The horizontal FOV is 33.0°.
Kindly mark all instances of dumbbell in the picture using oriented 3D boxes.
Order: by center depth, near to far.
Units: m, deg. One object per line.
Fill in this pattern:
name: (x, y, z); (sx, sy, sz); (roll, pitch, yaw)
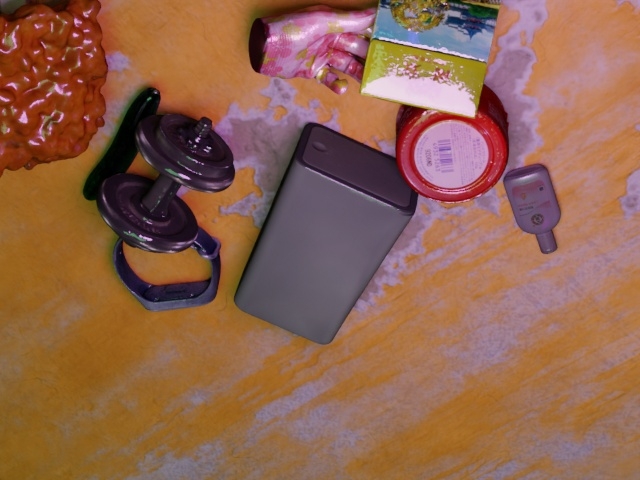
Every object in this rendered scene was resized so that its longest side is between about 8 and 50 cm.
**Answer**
dumbbell: (-0.267, -0.098, 1.866); (0.192, 0.192, 0.290); (31, 118, -10)

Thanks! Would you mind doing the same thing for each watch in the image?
watch: (-0.283, 0.040, 2.028); (0.206, 0.068, 0.193); (-6, 120, 14)

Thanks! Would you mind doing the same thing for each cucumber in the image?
cucumber: (-0.351, -0.168, 1.923); (0.056, 0.056, 0.284); (32, 123, -11)

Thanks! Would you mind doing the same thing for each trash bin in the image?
trash bin: (0.000, 0.000, 1.908); (0.222, 0.158, 0.343); (24, 122, -6)

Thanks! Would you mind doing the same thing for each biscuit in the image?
biscuit: (-0.499, -0.241, 1.778); (0.312, 0.110, 0.318); (-20, 132, -31)

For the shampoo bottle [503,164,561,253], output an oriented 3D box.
shampoo bottle: (0.378, -0.052, 1.890); (0.079, 0.040, 0.165); (-16, 116, 15)

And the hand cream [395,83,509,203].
hand cream: (0.219, -0.168, 1.797); (0.193, 0.125, 0.193); (3, 119, 5)

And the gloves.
gloves: (0.014, -0.319, 1.747); (0.241, 0.126, 0.145); (-5, 119, -22)

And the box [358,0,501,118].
box: (0.184, -0.370, 1.657); (0.187, 0.047, 0.335); (12, 99, 0)

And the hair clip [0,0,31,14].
hair clip: (-0.543, -0.303, 1.848); (0.101, 0.085, 0.331); (7, 121, -5)
